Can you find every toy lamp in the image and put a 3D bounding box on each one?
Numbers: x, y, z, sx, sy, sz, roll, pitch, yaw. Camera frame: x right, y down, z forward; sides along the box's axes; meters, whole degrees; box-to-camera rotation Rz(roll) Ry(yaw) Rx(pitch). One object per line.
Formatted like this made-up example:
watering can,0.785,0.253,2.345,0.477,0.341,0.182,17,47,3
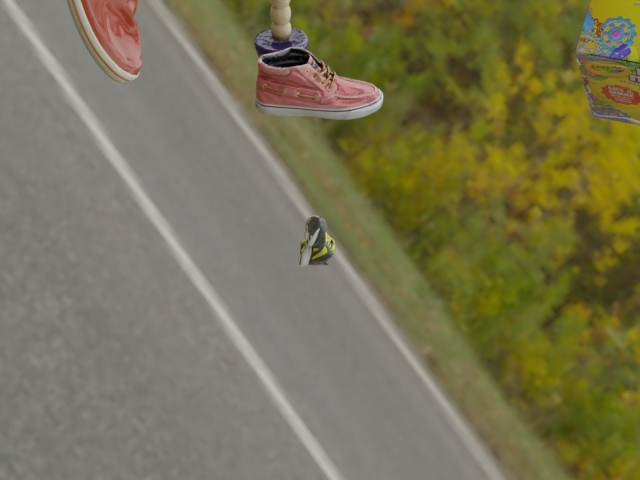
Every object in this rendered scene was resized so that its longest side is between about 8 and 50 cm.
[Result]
toy lamp,-0.056,-0.341,2.277,0.080,0.080,0.274,-117,-158,-54

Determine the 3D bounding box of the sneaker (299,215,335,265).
sneaker,0.000,0.000,1.727,0.083,0.035,0.031,112,-19,-61

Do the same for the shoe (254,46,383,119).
shoe,-0.001,-0.215,2.263,0.063,0.178,0.081,-94,-175,-49

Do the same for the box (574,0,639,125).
box,0.479,-0.273,1.922,0.290,0.279,0.177,14,-17,21

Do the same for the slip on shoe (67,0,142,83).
slip on shoe,-0.281,-0.377,2.236,0.123,0.101,0.331,-14,97,-69
